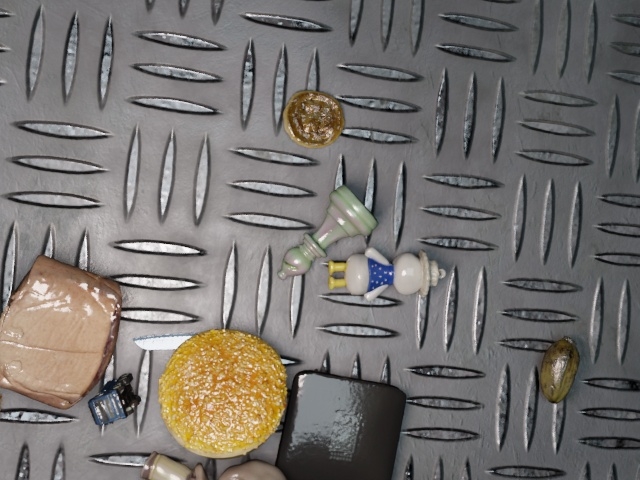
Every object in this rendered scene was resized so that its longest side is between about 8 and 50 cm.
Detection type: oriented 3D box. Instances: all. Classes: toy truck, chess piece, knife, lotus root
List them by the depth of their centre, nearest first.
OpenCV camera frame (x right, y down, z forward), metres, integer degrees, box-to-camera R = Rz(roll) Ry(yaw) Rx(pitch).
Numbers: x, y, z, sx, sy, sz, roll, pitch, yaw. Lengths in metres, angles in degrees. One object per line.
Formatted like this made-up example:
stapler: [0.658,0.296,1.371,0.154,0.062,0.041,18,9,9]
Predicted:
toy truck: [-0.454,0.346,1.486,0.088,0.202,0.074,-19,93,-7]
knife: [-0.289,0.243,1.615,0.313,0.019,0.044,0,81,-10]
chess piece: [0.000,0.000,1.630,0.272,0.139,0.139,-42,97,1]
lotus root: [0.621,0.336,1.756,0.089,0.080,0.179,17,90,-24]

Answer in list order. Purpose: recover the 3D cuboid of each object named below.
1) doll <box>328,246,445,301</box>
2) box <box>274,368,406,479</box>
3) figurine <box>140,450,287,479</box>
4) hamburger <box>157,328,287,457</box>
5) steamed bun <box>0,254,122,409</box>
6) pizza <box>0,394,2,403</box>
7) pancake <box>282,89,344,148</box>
doll: [0.165,0.082,1.661,0.293,0.119,0.138,-1,97,-5]
box: [0.050,0.472,1.648,0.290,0.073,0.289,11,88,-11]
figurine: [-0.223,0.590,1.534,0.380,0.203,0.248,21,120,0]
hamburger: [-0.216,0.340,1.500,0.302,0.170,0.302,2,53,-3]
steamed bun: [-0.580,0.192,1.477,0.251,0.199,0.301,22,95,-27]
pizza: [-0.873,0.308,1.471,0.251,0.074,0.287,-28,93,-11]
pancake: [-0.017,-0.302,1.670,0.158,0.028,0.158,1,88,-13]
